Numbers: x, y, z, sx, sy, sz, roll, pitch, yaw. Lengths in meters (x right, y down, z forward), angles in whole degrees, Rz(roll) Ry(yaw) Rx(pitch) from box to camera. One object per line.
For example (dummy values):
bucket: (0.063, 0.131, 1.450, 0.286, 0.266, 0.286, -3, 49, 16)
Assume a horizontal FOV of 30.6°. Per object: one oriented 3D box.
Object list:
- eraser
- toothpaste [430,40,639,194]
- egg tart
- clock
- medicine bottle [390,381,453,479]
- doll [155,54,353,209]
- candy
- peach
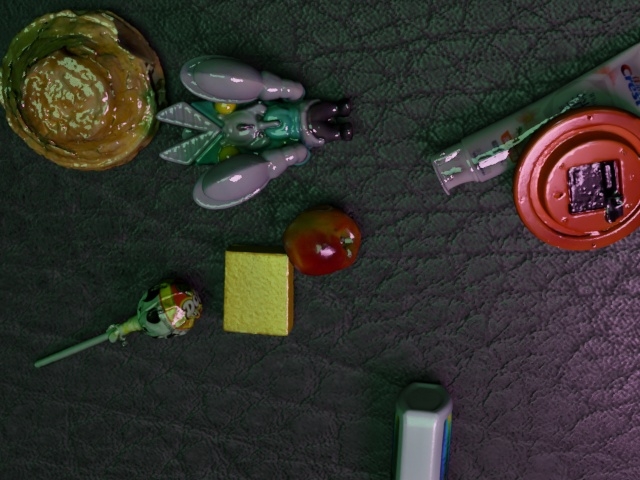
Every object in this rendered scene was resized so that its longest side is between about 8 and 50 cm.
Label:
eraser: (-0.088, 0.070, 1.674, 0.097, 0.045, 0.122, 5, 105, 9)
toothpaste: (0.303, -0.154, 1.542, 0.323, 0.066, 0.100, -25, 104, 10)
egg tart: (-0.335, -0.205, 1.618, 0.241, 0.106, 0.241, 2, 107, 6)
clock: (0.351, -0.078, 1.527, 0.205, 0.051, 0.205, -3, 117, -5)
medicine bottle: (0.141, 0.327, 1.662, 0.083, 0.121, 0.228, 4, 106, 8)
doll: (-0.097, -0.167, 1.567, 0.258, 0.153, 0.195, -32, 85, -2)
candy: (-0.306, 0.138, 1.719, 0.305, 0.091, 0.083, -23, 102, 22)
peach: (0.000, 0.000, 1.619, 0.101, 0.101, 0.100, 2, 105, 9)
